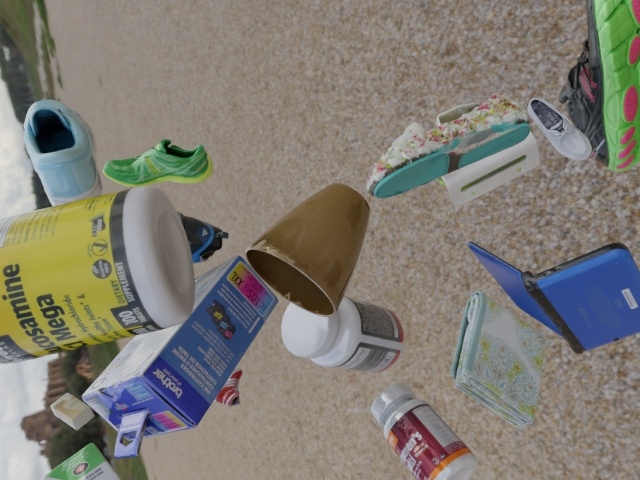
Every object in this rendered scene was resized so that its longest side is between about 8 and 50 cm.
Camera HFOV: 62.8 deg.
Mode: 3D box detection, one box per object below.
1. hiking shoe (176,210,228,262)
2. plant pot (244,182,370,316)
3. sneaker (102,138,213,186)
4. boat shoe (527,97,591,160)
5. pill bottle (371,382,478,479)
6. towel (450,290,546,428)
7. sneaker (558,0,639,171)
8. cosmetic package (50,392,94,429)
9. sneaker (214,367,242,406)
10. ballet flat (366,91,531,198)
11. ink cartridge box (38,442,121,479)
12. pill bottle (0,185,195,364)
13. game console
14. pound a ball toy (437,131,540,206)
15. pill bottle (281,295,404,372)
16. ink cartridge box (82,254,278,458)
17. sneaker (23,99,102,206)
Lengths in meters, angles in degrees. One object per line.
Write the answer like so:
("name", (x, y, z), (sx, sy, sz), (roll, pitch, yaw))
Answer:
("hiking shoe", (-0.304, 0.022, 1.164), (0.304, 0.132, 0.113), (159, 123, -65))
("plant pot", (0.000, 0.000, 1.179), (0.237, 0.254, 0.237), (30, 158, 14))
("sneaker", (-0.451, -0.223, 1.458), (0.109, 0.295, 0.123), (-102, 9, -54))
("boat shoe", (0.548, -0.260, 1.206), (0.066, 0.063, 0.184), (-38, 75, 25))
("pill bottle", (0.208, 0.411, 1.092), (0.221, 0.121, 0.121), (44, 141, 43))
("towel", (0.607, 0.397, 1.779), (0.320, 0.374, 0.090), (36, 144, -12))
("sneaker", (0.640, -0.387, 1.208), (0.202, 0.185, 0.483), (31, 141, 55))
("cosmetic package", (-0.695, 0.477, 1.469), (0.115, 0.060, 0.041), (11, 125, 32))
("sneaker", (-0.225, 0.391, 1.386), (0.067, 0.118, 0.042), (16, 127, 22))
("ballet flat", (0.157, -0.127, 0.684), (0.091, 0.241, 0.077), (91, 155, -63))
("ink cartridge box", (-0.453, 0.573, 1.014), (0.289, 0.211, 0.121), (26, 136, 37))
("pill bottle", (-0.350, 0.053, 0.682), (0.188, 0.334, 0.188), (-13, -90, -90))
("game console", (0.478, 0.082, 1.035), (0.250, 0.293, 0.173), (-29, 42, 25))
("pound a ball toy", (0.443, -0.249, 1.552), (0.136, 0.319, 0.208), (56, -169, -42))
("pill bottle", (0.071, 0.270, 1.537), (0.210, 0.363, 0.210), (-16, 65, 37))
("ink cartridge box", (-0.293, 0.238, 1.059), (0.270, 0.395, 0.151), (-27, 109, 42))
("sneaker", (-0.524, -0.220, 1.054), (0.366, 0.135, 0.150), (49, 148, 37))
